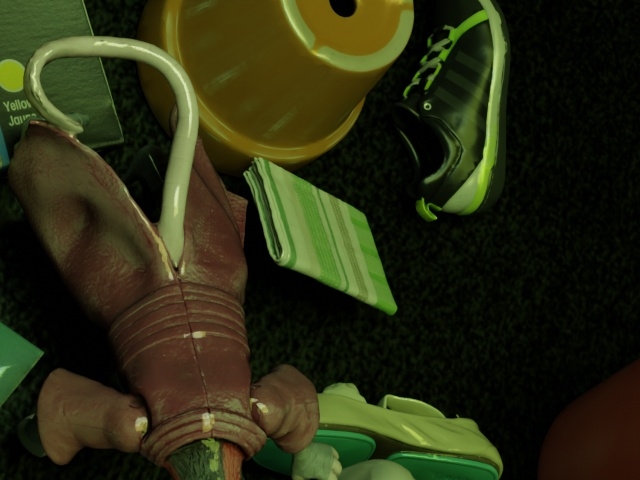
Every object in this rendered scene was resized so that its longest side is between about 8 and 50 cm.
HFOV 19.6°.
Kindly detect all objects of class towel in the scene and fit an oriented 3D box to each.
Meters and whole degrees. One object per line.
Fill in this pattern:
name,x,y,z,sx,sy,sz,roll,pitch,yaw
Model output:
towel,0.000,0.000,1.567,0.152,0.023,0.113,28,36,-45

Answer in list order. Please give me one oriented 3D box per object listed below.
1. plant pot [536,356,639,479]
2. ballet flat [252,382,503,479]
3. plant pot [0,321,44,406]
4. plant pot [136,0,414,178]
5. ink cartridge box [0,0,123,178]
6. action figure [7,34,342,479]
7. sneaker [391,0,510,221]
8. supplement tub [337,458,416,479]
plant pot,0.337,0.205,1.623,0.275,0.243,0.275,8,73,-28
ballet flat,0.041,0.164,1.570,0.248,0.086,0.086,15,69,-28
plant pot,-0.352,0.087,1.306,0.234,0.166,0.165,40,60,-5
plant pot,-0.025,-0.174,1.550,0.205,0.188,0.205,8,72,-28
ink cartridge box,-0.334,-0.186,1.446,0.304,0.072,0.307,-15,87,-32
action figure,-0.093,0.065,1.370,0.248,0.275,0.370,-6,54,-21
sneaker,0.114,-0.133,1.681,0.097,0.084,0.234,5,74,-28
supplement tub,0.072,0.327,1.466,0.272,0.191,0.191,49,59,-10
